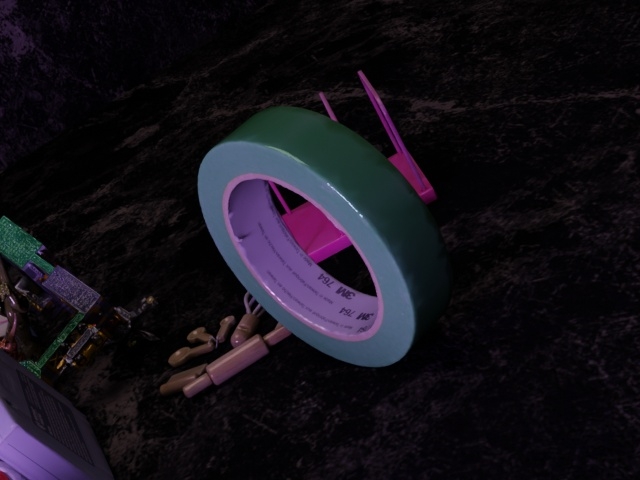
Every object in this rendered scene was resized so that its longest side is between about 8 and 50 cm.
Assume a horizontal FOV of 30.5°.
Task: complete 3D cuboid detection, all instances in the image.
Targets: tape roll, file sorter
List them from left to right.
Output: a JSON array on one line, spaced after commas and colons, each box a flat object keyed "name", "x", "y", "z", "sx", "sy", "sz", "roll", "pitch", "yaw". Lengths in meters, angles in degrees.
[{"name": "file sorter", "x": -0.011, "y": -0.099, "z": 1.753, "sx": 0.291, "sy": 0.182, "sz": 0.202, "roll": -28, "pitch": 22, "yaw": 4}, {"name": "tape roll", "x": 0.000, "y": 0.000, "z": 1.343, "sx": 0.077, "sy": 0.321, "sz": 0.321, "roll": -43, "pitch": 25, "yaw": -29}]

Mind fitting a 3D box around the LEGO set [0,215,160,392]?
[{"name": "LEGO set", "x": -0.422, "y": 0.134, "z": 1.764, "sx": 0.331, "sy": 0.192, "sz": 0.255, "roll": 23, "pitch": 72, "yaw": 27}]

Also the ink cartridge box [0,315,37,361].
[{"name": "ink cartridge box", "x": -0.516, "y": 0.184, "z": 1.890, "sx": 0.090, "sy": 0.092, "sz": 0.143, "roll": -28, "pitch": 23, "yaw": 3}]

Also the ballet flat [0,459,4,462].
[{"name": "ballet flat", "x": -0.407, "y": 0.279, "z": 1.563, "sx": 0.074, "sy": 0.074, "sz": 0.203, "roll": -37, "pitch": 54, "yaw": -18}]

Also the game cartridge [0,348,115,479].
[{"name": "game cartridge", "x": -0.356, "y": 0.229, "z": 1.455, "sx": 0.060, "sy": 0.196, "sz": 0.294, "roll": -45, "pitch": 23, "yaw": -5}]

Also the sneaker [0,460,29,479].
[{"name": "sneaker", "x": -0.456, "y": 0.351, "z": 1.360, "sx": 0.279, "sy": 0.118, "sz": 0.107, "roll": -48, "pitch": 33, "yaw": 7}]

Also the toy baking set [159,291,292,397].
[{"name": "toy baking set", "x": -0.114, "y": 0.124, "z": 1.603, "sx": 0.256, "sy": 0.030, "sz": 0.197, "roll": -31, "pitch": 22, "yaw": -2}]
